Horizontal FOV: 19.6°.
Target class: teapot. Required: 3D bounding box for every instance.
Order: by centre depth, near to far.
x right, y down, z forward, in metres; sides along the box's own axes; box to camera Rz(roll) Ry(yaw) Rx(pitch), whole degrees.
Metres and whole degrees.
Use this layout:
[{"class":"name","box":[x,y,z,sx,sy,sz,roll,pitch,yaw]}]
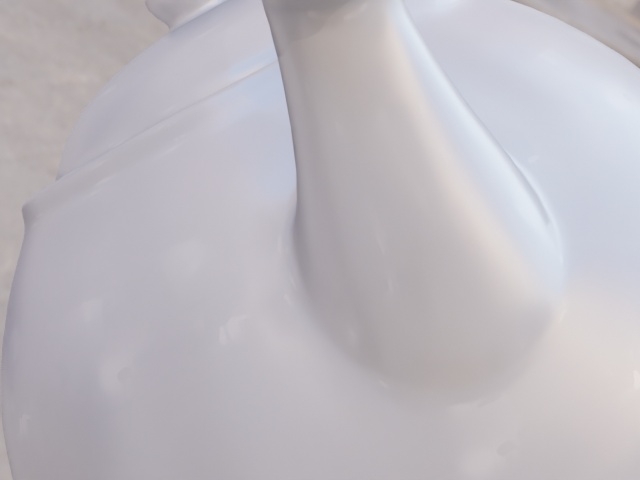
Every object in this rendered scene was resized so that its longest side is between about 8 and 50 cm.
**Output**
[{"class":"teapot","box":[0.000,0.000,0.563,0.252,0.256,0.187,-31,94,-56]}]
